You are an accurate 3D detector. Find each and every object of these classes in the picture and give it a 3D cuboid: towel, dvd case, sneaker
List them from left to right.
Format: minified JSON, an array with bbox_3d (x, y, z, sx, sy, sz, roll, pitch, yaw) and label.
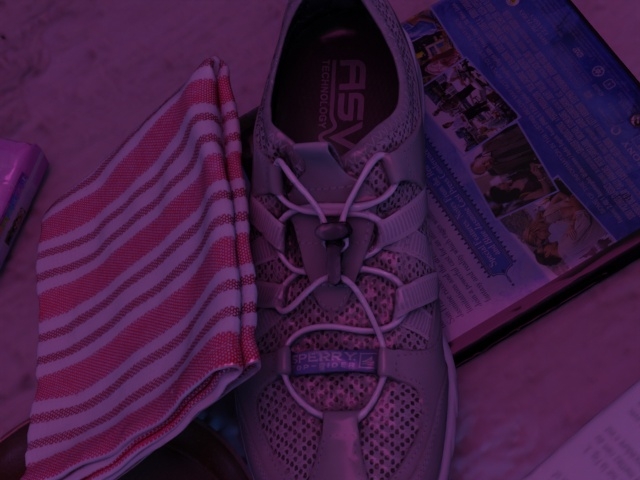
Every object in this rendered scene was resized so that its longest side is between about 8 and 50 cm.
[{"bbox_3d":[-0.089,0.015,0.607,0.144,0.029,0.197,-38,41,29],"label":"towel"},{"bbox_3d":[0.000,0.000,0.586,0.105,0.115,0.281,-7,65,8],"label":"sneaker"},{"bbox_3d":[0.050,-0.024,0.665,0.253,0.022,0.180,-30,64,-4],"label":"dvd case"}]

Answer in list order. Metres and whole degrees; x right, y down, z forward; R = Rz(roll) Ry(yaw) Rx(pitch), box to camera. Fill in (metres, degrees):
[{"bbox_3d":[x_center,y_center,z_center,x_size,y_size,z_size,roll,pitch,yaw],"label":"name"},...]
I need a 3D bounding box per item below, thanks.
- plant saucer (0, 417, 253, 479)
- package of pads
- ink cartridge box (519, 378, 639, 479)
[{"bbox_3d":[-0.102,0.156,0.608,0.168,0.029,0.168,-5,65,10],"label":"plant saucer"},{"bbox_3d":[-0.188,-0.019,0.705,0.050,0.032,0.083,13,69,20],"label":"package of pads"},{"bbox_3d":[0.177,0.161,0.438,0.385,0.091,0.308,-42,26,3],"label":"ink cartridge box"}]
